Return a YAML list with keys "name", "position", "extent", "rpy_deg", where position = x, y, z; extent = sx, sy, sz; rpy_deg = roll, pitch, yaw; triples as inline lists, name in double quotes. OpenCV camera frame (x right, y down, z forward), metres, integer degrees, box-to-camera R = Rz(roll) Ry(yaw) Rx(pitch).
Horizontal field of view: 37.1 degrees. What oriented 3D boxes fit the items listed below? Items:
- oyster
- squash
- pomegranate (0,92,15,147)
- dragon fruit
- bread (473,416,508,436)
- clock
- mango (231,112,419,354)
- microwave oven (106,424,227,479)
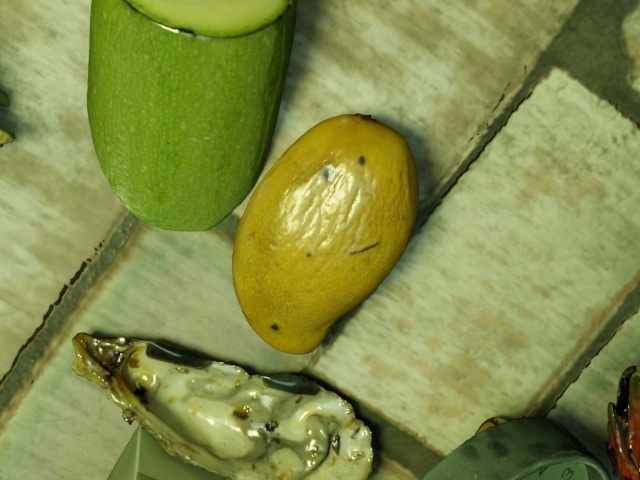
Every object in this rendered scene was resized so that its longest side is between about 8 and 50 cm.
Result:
- name: "oyster"
  position: [-0.100, 0.176, 0.995]
  extent: [0.345, 0.078, 0.128]
  rpy_deg: [25, 83, -11]
- name: "squash"
  position: [-0.125, -0.157, 0.902]
  extent: [0.189, 0.189, 0.260]
  rpy_deg: [7, 143, -8]
- name: "pomegranate"
  position: [-0.392, -0.135, 0.817]
  extent: [0.198, 0.246, 0.198]
  rpy_deg: [3, 96, 30]
- name: "dragon fruit"
  position: [0.386, 0.219, 1.003]
  extent: [0.182, 0.182, 0.188]
  rpy_deg: [5, 121, -7]
- name: "bread"
  position: [0.167, 0.293, 1.057]
  extent: [0.053, 0.073, 0.214]
  rpy_deg: [16, 104, -30]
- name: "clock"
  position: [0.174, 0.331, 0.990]
  extent: [0.319, 0.066, 0.319]
  rpy_deg: [-19, 126, -28]
- name: "mango"
  position: [0.001, 0.001, 0.921]
  extent: [0.157, 0.109, 0.262]
  rpy_deg: [19, 107, -15]
- name: "microwave oven"
  position: [-0.112, 0.328, 0.978]
  extent: [0.240, 0.194, 0.145]
  rpy_deg: [28, 105, -16]
